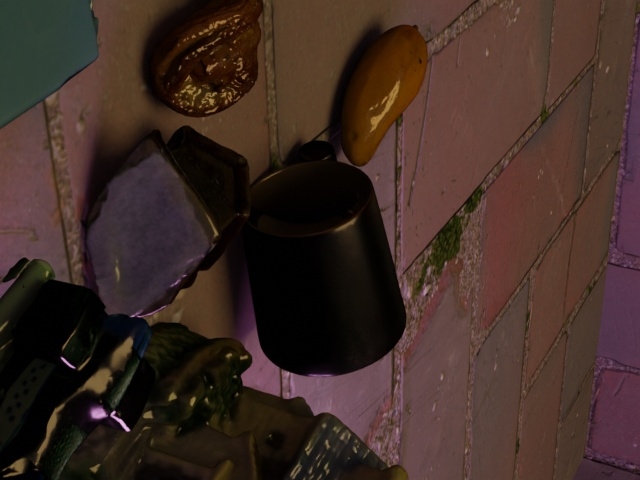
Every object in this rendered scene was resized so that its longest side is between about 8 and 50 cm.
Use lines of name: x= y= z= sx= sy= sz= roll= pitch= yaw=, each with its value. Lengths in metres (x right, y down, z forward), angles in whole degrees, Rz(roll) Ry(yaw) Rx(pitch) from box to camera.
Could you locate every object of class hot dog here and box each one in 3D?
hot dog: x=-0.095 y=-0.173 z=1.051 sx=0.147 sy=0.065 sz=0.099 roll=-52 pitch=155 yaw=-46

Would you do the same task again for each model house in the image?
model house: x=-0.076 y=0.252 z=1.079 sx=0.321 sy=0.266 sz=0.261 roll=-56 pitch=153 yaw=-37
model house: x=-0.131 y=-0.018 z=1.037 sx=0.165 sy=0.106 sz=0.152 roll=-47 pitch=180 yaw=24

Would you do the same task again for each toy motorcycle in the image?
toy motorcycle: x=-0.229 y=0.176 z=0.786 sx=0.331 sy=0.196 sz=0.125 roll=-62 pitch=151 yaw=-26

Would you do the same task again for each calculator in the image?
calculator: x=-0.240 y=-0.143 z=0.770 sx=0.293 sy=0.051 sz=0.173 roll=-48 pitch=144 yaw=-45

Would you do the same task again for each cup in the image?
cup: x=-0.015 y=0.008 z=1.274 sx=0.166 sy=0.239 sz=0.177 roll=-20 pitch=126 yaw=-11

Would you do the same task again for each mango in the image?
mango: x=0.073 y=-0.181 z=1.395 sx=0.190 sy=0.075 sz=0.098 roll=-60 pitch=146 yaw=-18
